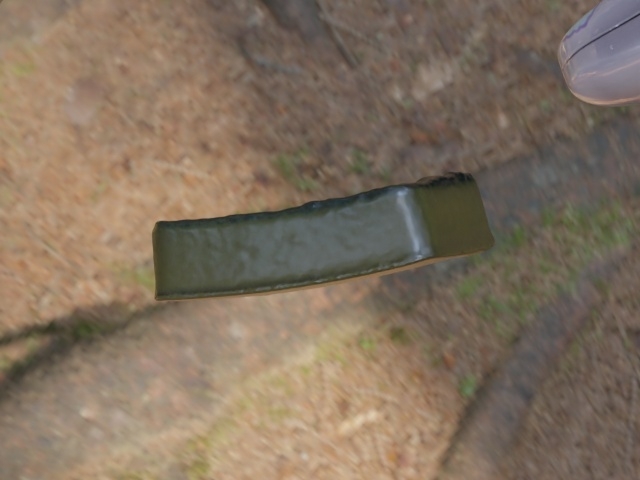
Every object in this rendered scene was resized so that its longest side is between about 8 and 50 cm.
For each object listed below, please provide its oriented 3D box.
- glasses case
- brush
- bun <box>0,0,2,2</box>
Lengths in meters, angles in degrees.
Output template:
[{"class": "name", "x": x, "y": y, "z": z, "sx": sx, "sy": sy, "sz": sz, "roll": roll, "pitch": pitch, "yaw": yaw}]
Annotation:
[{"class": "glasses case", "x": 0.292, "y": -0.173, "z": 1.291, "sx": 0.297, "sy": 0.113, "sz": 0.075, "roll": -28, "pitch": 69, "yaw": 31}, {"class": "brush", "x": 0.000, "y": 0.000, "z": 1.226, "sx": 0.197, "sy": 0.123, "sz": 0.059, "roll": -10, "pitch": 90, "yaw": 24}, {"class": "bun", "x": -0.300, "y": -0.238, "z": 0.972, "sx": 0.362, "sy": 0.234, "sz": 0.326, "roll": 33, "pitch": 67, "yaw": -17}]
